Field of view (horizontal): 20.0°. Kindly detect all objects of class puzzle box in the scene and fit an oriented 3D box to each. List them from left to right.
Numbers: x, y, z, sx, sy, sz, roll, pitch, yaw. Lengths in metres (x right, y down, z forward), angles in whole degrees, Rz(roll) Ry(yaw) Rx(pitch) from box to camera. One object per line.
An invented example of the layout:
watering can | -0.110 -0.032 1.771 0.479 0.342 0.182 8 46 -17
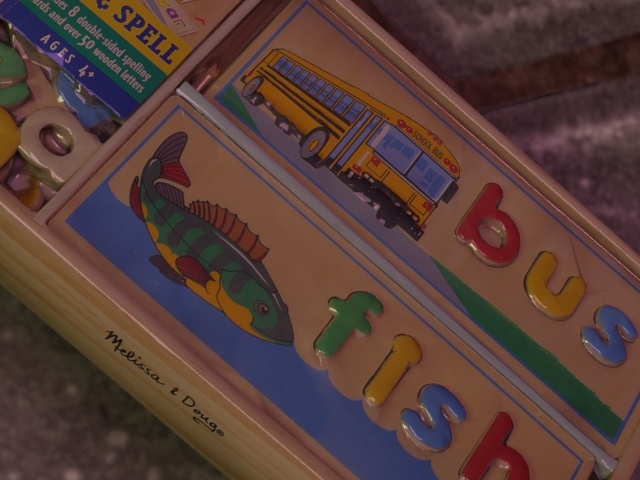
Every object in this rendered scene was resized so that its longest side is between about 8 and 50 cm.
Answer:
puzzle box | 0.000 0.000 0.940 0.409 0.052 0.272 40 47 -3
